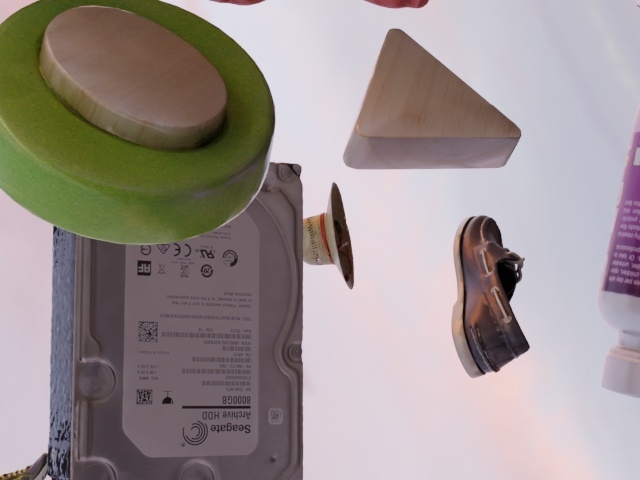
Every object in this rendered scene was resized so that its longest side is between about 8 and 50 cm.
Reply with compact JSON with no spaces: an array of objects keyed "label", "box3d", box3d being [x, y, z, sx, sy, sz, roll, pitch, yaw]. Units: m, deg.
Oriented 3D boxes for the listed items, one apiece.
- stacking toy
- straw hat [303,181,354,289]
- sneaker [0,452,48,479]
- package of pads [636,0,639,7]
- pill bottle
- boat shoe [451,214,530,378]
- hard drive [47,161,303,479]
[{"label":"stacking toy","box3d":[-0.050,-0.153,0.602,0.309,0.130,0.279,-11,-126,-28]},{"label":"straw hat","box3d":[0.000,0.000,1.711,0.144,0.061,0.144,-8,-90,-80]},{"label":"sneaker","box3d":[-0.277,0.221,1.215,0.035,0.083,0.031,42,180,-3]},{"label":"package of pads","box3d":[0.306,-0.241,1.182,0.050,0.032,0.083,-78,3,-77]},{"label":"pill bottle","box3d":[0.375,0.015,1.358,0.169,0.169,0.301,15,-93,-66]},{"label":"boat shoe","box3d":[0.161,0.043,1.216,0.075,0.065,0.206,57,-155,-28]},{"label":"hard drive","box3d":[-0.127,0.089,1.226,0.237,0.064,0.338,5,-97,-31]}]
